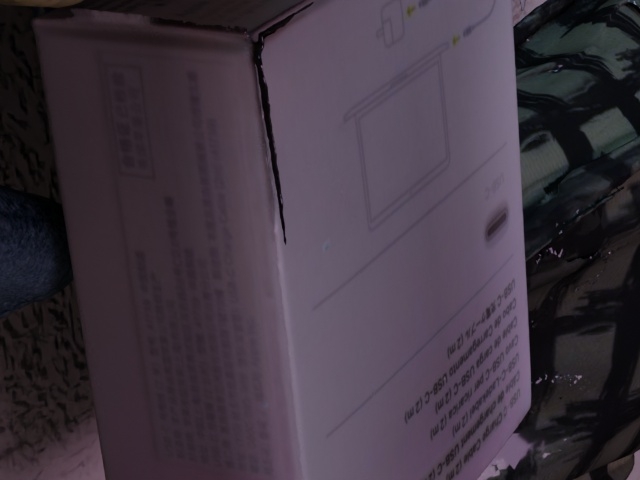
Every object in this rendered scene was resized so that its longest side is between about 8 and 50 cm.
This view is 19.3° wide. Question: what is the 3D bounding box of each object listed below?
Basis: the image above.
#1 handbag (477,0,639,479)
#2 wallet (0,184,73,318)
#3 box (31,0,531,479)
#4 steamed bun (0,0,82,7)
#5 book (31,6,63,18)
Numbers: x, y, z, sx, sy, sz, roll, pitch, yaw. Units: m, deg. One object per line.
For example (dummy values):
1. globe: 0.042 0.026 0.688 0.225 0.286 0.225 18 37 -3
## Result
1. handbag: 0.097 0.040 1.057 0.327 0.162 0.325 -27 142 -43
2. wallet: -0.252 -0.002 0.578 0.379 0.191 0.046 21 49 -60
3. box: 0.000 0.000 0.747 0.203 0.106 0.251 -41 131 -52
4. steamed bun: -0.116 -0.203 0.551 0.325 0.372 0.230 38 79 -32
5. book: -0.075 -0.013 0.840 0.228 0.018 0.322 -94 175 -56
